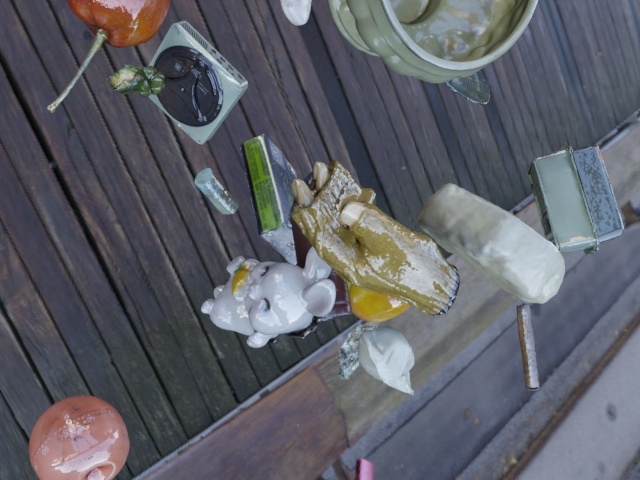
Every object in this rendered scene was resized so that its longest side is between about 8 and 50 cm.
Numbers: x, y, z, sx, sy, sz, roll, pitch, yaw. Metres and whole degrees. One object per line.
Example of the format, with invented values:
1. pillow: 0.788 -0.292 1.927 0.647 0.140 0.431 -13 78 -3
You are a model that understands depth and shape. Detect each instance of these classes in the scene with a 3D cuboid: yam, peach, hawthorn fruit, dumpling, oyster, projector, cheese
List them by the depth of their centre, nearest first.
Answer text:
1. hawthorn fruit: -0.316 -0.315 0.789 0.165 0.165 0.285 26 74 -30
2. dumpling: 0.129 0.230 1.014 0.100 0.169 0.134 -23 63 -7
3. cheese: 0.348 0.004 1.146 0.318 0.326 0.115 36 94 -5
4. oyster: 0.100 0.289 1.442 0.177 0.064 0.125 -59 155 -17
5. projector: -0.373 -0.445 1.573 0.257 0.259 0.079 43 37 -6
6. yam: 0.619 0.316 1.631 0.046 0.046 0.264 -9 94 -36
7. yam: -0.326 -0.147 1.718 0.068 0.068 0.169 -61 140 -25
8. peach: 0.199 0.114 1.741 0.308 0.289 0.289 19 74 -43

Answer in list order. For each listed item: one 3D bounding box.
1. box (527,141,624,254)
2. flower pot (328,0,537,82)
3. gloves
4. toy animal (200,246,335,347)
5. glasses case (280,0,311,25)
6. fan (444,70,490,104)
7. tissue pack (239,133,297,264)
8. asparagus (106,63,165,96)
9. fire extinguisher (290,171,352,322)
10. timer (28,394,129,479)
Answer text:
1. box: 0.661 -0.102 1.432 0.220 0.166 0.290 13 63 -72
2. flower pot: 0.153 -0.396 0.828 0.307 0.244 0.307 -6 107 -20
3. gloves: 0.088 0.008 0.953 0.356 0.203 0.155 42 93 -13
4. toy animal: -0.091 0.106 1.092 0.154 0.325 0.208 48 30 -36
5. glasses case: -0.054 -0.576 1.231 0.081 0.051 0.204 33 53 -53
6. fan: 0.308 -0.444 1.338 0.294 0.012 0.223 44 42 4
7. tissue pack: -0.145 -0.143 1.936 0.288 0.124 0.394 45 25 -59
8. asparagus: -0.426 -0.386 1.316 0.080 0.287 0.080 0 102 1
9. fire extinguisher: 0.000 0.000 1.190 0.138 0.102 0.344 14 64 -61
10. timer: -0.609 0.517 1.387 0.229 0.215 0.229 -34 143 -30
